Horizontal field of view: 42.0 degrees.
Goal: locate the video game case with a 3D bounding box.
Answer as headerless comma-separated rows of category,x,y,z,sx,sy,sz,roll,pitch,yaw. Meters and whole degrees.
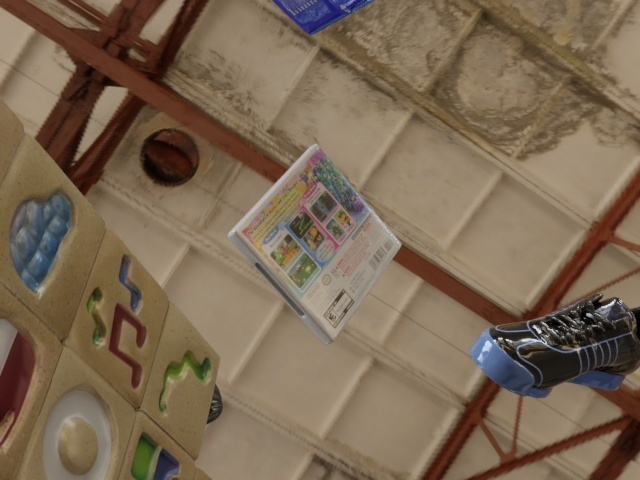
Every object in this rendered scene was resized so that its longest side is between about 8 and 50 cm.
video game case,0.000,0.000,0.825,0.143,0.019,0.157,49,-131,-11

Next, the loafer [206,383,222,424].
loafer,-0.210,0.168,0.856,0.223,0.076,0.078,7,-36,-31

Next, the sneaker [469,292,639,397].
sneaker,0.240,0.092,0.796,0.232,0.081,0.090,6,-56,-41

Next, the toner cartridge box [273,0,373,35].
toner cartridge box,-0.073,-0.380,0.871,0.348,0.165,0.075,40,-117,-25

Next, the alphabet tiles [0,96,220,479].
alphabet tiles,-0.112,0.106,0.263,0.011,0.285,0.343,-5,-38,20
